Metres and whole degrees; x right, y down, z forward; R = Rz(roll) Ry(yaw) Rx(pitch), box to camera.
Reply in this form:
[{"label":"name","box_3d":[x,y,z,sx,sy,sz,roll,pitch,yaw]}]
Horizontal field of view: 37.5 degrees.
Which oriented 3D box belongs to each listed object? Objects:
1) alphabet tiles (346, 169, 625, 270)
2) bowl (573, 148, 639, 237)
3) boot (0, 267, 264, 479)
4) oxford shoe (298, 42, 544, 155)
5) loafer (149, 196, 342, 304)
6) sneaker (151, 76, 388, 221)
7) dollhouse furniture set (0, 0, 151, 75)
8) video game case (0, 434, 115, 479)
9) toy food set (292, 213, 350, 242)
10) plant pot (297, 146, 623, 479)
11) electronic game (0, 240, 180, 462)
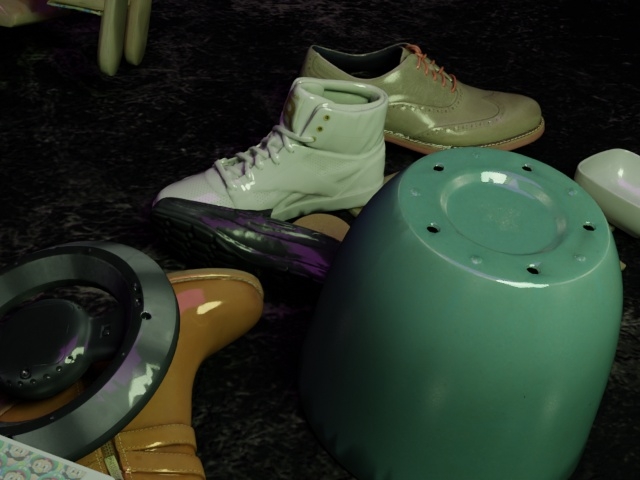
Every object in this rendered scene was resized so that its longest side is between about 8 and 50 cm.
[{"label":"alphabet tiles","box_3d":[0.193,-0.009,1.149,0.342,0.011,0.285,-23,49,-35]},{"label":"bowl","box_3d":[0.403,-0.057,1.213,0.142,0.053,0.142,-22,49,-42]},{"label":"boot","box_3d":[-0.136,0.144,0.797,0.283,0.109,0.220,-17,44,-27]},{"label":"oxford shoe","box_3d":[0.140,-0.192,1.258,0.348,0.130,0.123,1,33,-9]},{"label":"loafer","box_3d":[-0.074,0.000,1.018,0.223,0.076,0.078,20,52,3]},{"label":"sneaker","box_3d":[-0.057,-0.106,1.080,0.292,0.169,0.108,-15,44,-22]},{"label":"dollhouse furniture set","box_3d":[-0.445,-0.259,1.207,0.362,0.256,0.394,12,17,0]},{"label":"video game case","box_3d":[-0.237,0.178,0.615,0.157,0.019,0.143,17,28,9]},{"label":"toy food set","box_3d":[0.000,0.000,1.075,0.083,0.020,0.082,-5,47,-2]},{"label":"plant pot","box_3d":[0.136,0.059,0.859,0.293,0.235,0.293,6,41,-5]},{"label":"electronic game","box_3d":[-0.224,0.089,0.764,0.229,0.048,0.229,-9,47,10]}]
